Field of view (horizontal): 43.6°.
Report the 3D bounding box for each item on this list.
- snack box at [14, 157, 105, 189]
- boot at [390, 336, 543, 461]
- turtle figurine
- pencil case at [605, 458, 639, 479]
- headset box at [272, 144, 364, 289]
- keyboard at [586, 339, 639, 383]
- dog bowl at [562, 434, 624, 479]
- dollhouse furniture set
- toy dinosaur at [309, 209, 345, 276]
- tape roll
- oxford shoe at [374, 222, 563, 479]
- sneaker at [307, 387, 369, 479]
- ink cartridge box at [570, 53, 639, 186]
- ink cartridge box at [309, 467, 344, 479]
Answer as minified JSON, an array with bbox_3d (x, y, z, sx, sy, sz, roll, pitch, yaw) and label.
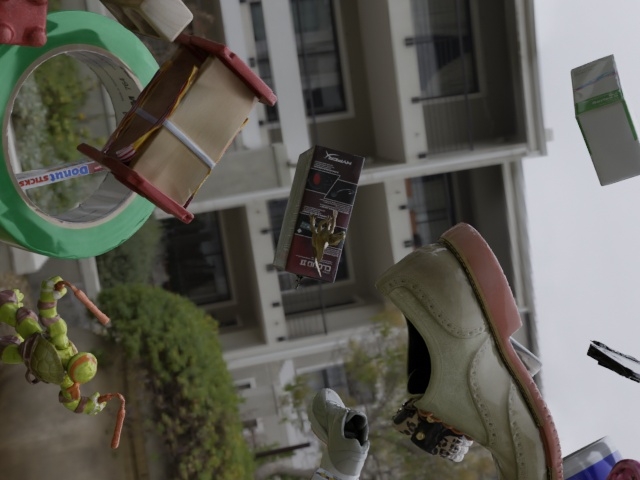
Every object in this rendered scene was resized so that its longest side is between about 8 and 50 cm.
[{"bbox_3d":[-0.458,-0.118,1.396,0.064,0.178,0.022,14,-63,51],"label":"snack box"},{"bbox_3d":[0.238,0.268,1.603,0.284,0.377,0.138,-56,-151,6],"label":"boot"},{"bbox_3d":[-0.364,0.159,1.075,0.217,0.087,0.270,16,-52,36],"label":"turtle figurine"},{"bbox_3d":[0.537,0.411,1.009,0.160,0.386,0.167,150,-41,-82],"label":"pencil case"},{"bbox_3d":[-0.013,-0.039,1.691,0.218,0.110,0.293,-173,-83,-80],"label":"headset box"},{"bbox_3d":[0.622,0.259,1.491,0.033,0.317,0.201,-63,-159,8],"label":"keyboard"},{"bbox_3d":[0.456,0.475,1.510,0.104,0.264,0.265,62,-16,20],"label":"dog bowl"},{"bbox_3d":[-0.245,-0.208,0.916,0.152,0.201,0.374,28,-11,46],"label":"dollhouse furniture set"},{"bbox_3d":[0.000,0.000,1.462,0.183,0.053,0.093,123,-27,-66],"label":"toy dinosaur"},{"bbox_3d":[-0.334,-0.139,1.059,0.077,0.321,0.321,10,-65,35],"label":"tape roll"},{"bbox_3d":[0.177,0.179,0.963,0.140,0.146,0.397,-140,-154,-73],"label":"oxford shoe"},{"bbox_3d":[0.051,0.372,1.622,0.121,0.099,0.262,-62,-157,20],"label":"sneaker"},{"bbox_3d":[0.528,-0.224,1.469,0.154,0.093,0.212,59,26,-25],"label":"ink cartridge box"},{"bbox_3d":[0.023,0.419,1.156,0.130,0.271,0.309,-61,173,-13],"label":"ink cartridge box"}]
